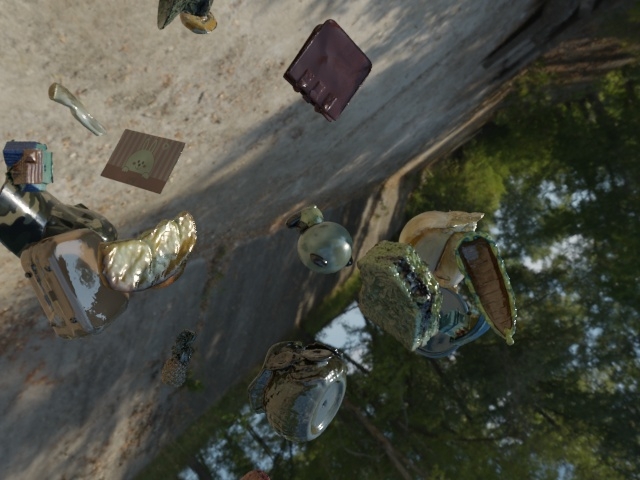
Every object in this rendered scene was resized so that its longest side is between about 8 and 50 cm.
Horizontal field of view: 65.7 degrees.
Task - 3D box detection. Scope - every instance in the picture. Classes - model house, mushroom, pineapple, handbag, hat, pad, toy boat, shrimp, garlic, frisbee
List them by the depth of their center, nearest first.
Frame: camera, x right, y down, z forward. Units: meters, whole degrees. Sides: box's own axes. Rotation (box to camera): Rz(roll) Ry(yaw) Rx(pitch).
[{"bbox_3d":[0.423,0.117,1.242,0.108,0.293,0.099,-22,163,19],"label":"toy boat"},{"bbox_3d":[-0.330,-0.648,1.267,0.128,0.266,0.265,8,152,-26],"label":"hat"},{"bbox_3d":[-0.801,-0.207,1.341,0.119,0.149,0.148,1,-179,-19],"label":"model house"},{"bbox_3d":[-0.388,0.321,1.375,0.074,0.074,0.160,-13,123,-82],"label":"pineapple"},{"bbox_3d":[0.424,0.219,1.418,0.238,0.098,0.109,121,-6,-53],"label":"toy boat"},{"bbox_3d":[-0.688,0.110,1.460,0.149,0.302,0.283,-16,-166,27],"label":"handbag"},{"bbox_3d":[-0.728,-0.386,1.487,0.054,0.059,0.202,-18,140,20],"label":"mushroom"},{"bbox_3d":[-0.840,-0.061,1.609,0.257,0.367,0.382,-3,143,-4],"label":"hat"},{"bbox_3d":[-0.622,-0.282,1.729,0.202,0.299,0.005,-67,154,-11],"label":"pad"},{"bbox_3d":[-0.431,-0.783,1.742,0.132,0.188,0.051,14,142,-34],"label":"shrimp"},{"bbox_3d":[0.427,0.023,1.767,0.286,0.249,0.313,-30,144,-37],"label":"garlic"},{"bbox_3d":[0.029,-0.606,1.773,0.276,0.260,0.084,-58,-149,-8],"label":"handbag"},{"bbox_3d":[0.432,0.300,1.889,0.289,0.290,0.049,-40,148,25],"label":"frisbee"}]

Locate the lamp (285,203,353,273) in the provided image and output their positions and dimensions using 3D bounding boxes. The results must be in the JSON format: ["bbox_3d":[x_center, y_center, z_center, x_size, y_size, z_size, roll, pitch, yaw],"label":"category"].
[{"bbox_3d":[0.000,0.000,1.672,0.197,0.244,0.198,-25,148,-17],"label":"lamp"}]

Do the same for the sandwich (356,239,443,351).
[{"bbox_3d":[0.235,0.156,1.516,0.131,0.262,0.326,-32,138,-26],"label":"sandwich"}]

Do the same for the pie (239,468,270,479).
[{"bbox_3d":[-0.210,0.761,1.482,0.153,0.038,0.154,-27,-136,29],"label":"pie"}]

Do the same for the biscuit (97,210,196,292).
[{"bbox_3d":[-0.437,0.036,1.294,0.045,0.154,0.299,-6,-164,42],"label":"biscuit"}]

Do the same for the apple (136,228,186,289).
[{"bbox_3d":[-0.504,0.060,1.552,0.173,0.195,0.160,-39,146,26],"label":"apple"}]

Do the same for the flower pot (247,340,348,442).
[{"bbox_3d":[-0.057,0.436,1.499,0.301,0.213,0.302,-40,141,-42],"label":"flower pot"}]
